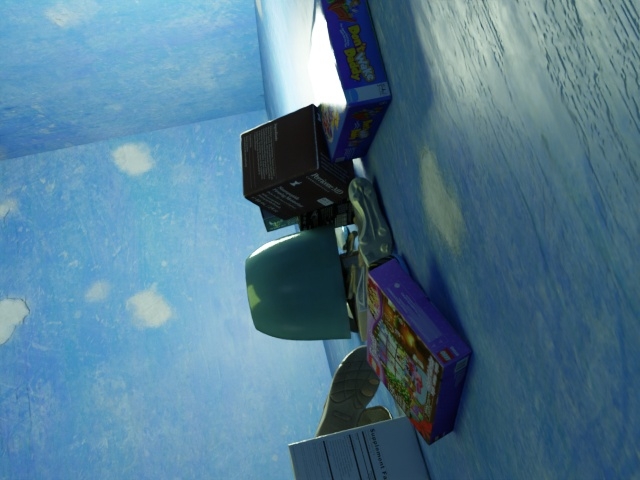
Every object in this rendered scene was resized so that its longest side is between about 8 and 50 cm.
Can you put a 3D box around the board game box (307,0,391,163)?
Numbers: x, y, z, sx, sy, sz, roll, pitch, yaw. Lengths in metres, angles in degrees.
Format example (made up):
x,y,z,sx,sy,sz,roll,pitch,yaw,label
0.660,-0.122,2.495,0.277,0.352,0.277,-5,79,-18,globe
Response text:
x,y,z,sx,sy,sz,roll,pitch,yaw,label
0.044,-0.309,1.343,0.347,0.078,0.234,113,144,-80,board game box

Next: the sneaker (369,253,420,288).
x,y,z,sx,sy,sz,roll,pitch,yaw,label
0.137,0.093,1.282,0.188,0.078,0.067,-115,14,-55,sneaker

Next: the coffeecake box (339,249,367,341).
x,y,z,sx,sy,sz,roll,pitch,yaw,label
0.104,0.131,1.725,0.185,0.068,0.143,-111,10,-58,coffeecake box

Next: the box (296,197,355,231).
x,y,z,sx,sy,sz,roll,pitch,yaw,label
0.009,-0.104,1.768,0.180,0.147,0.078,86,170,-59,box

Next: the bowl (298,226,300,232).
x,y,z,sx,sy,sz,roll,pitch,yaw,label
-0.019,-0.005,2.595,0.391,0.077,0.392,168,90,-84,bowl

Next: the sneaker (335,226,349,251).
x,y,z,sx,sy,sz,roll,pitch,yaw,label
0.035,-0.020,2.019,0.191,0.082,0.072,-114,15,-58,sneaker

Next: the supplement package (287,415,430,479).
x,y,z,sx,sy,sz,roll,pitch,yaw,label
0.086,0.544,1.636,0.178,0.292,0.175,89,167,-59,supplement package

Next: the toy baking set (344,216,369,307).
x,y,z,sx,sy,sz,roll,pitch,yaw,label
0.096,0.044,1.569,0.256,0.030,0.197,-162,77,-78,toy baking set

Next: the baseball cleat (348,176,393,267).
x,y,z,sx,sy,sz,roll,pitch,yaw,label
0.109,-0.028,1.444,0.109,0.072,0.206,52,-152,-71,baseball cleat

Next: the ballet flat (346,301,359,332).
x,y,z,sx,sy,sz,roll,pitch,yaw,label
0.084,0.160,1.991,0.074,0.074,0.203,105,155,-77,ballet flat

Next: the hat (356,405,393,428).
x,y,z,sx,sy,sz,roll,pitch,yaw,label
0.073,0.597,1.913,0.331,0.133,0.332,-159,90,-76,hat

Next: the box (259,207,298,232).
x,y,z,sx,sy,sz,roll,pitch,yaw,label
-0.060,-0.130,1.953,0.059,0.232,0.184,75,178,-46,box

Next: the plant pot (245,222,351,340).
x,y,z,sx,sy,sz,roll,pitch,yaw,label
-0.060,0.116,1.757,0.293,0.234,0.293,-8,-90,-90,plant pot

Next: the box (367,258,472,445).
x,y,z,sx,sy,sz,roll,pitch,yaw,label
0.153,0.193,1.171,0.201,0.057,0.293,53,160,34,box

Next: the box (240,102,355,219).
x,y,z,sx,sy,sz,roll,pitch,yaw,label
-0.051,-0.171,1.583,0.168,0.203,0.167,29,-130,-52,box

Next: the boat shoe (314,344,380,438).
x,y,z,sx,sy,sz,roll,pitch,yaw,label
0.064,0.426,1.844,0.325,0.123,0.116,-61,-3,-19,boat shoe
